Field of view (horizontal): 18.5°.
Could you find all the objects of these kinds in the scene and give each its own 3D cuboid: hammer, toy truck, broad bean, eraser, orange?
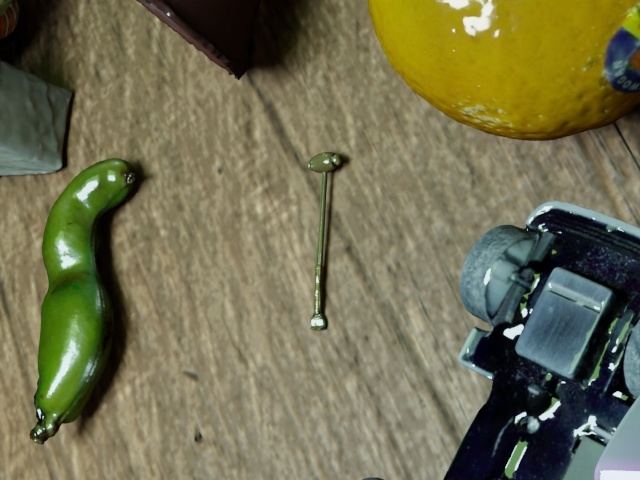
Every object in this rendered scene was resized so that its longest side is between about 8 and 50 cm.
[{"bbox_3d":[0.000,0.000,1.329,0.029,0.014,0.122,-7,74,42],"label":"hammer"},{"bbox_3d":[0.121,0.168,1.100,0.176,0.178,0.363,25,92,43],"label":"toy truck"},{"bbox_3d":[-0.174,0.043,1.414,0.070,0.048,0.213,0,75,35],"label":"broad bean"},{"bbox_3d":[-0.367,-0.096,1.524,0.343,0.144,0.078,-1,75,33],"label":"eraser"},{"bbox_3d":[0.133,-0.167,1.182,0.219,0.193,0.219,-28,51,40],"label":"orange"}]

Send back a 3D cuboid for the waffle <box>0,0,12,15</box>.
[{"bbox_3d":[-0.215,-0.201,1.471,0.153,0.023,0.097,-23,53,-15],"label":"waffle"}]

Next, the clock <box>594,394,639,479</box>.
[{"bbox_3d":[0.225,0.217,0.932,0.102,0.338,0.338,-2,76,36],"label":"clock"}]

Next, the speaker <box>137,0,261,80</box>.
[{"bbox_3d":[-0.046,-0.295,1.393,0.329,0.198,0.259,-52,14,-6],"label":"speaker"}]

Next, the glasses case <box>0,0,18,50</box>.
[{"bbox_3d":[-0.334,-0.227,1.558,0.267,0.103,0.067,45,139,33],"label":"glasses case"}]
